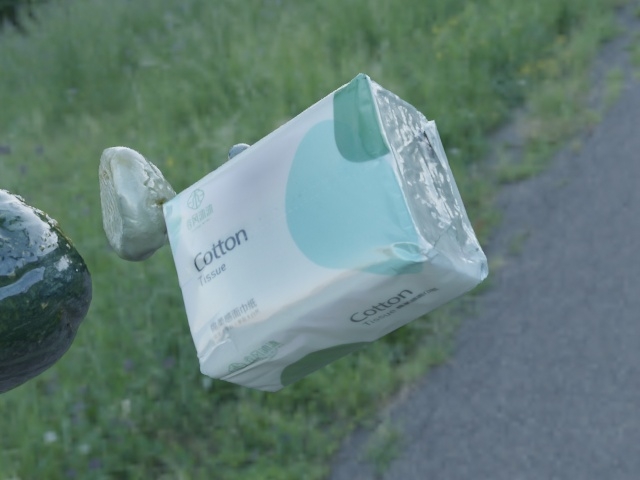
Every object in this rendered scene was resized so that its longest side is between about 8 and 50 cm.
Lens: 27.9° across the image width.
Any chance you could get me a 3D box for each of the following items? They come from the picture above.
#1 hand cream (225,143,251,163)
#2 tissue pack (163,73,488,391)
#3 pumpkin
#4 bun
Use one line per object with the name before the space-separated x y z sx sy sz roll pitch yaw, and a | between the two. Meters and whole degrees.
hand cream | -0.124 -0.073 1.897 0.084 0.203 0.084 7 58 -11
tissue pack | -0.001 0.000 1.619 0.356 0.266 0.194 -30 -30 26
pumpkin | -0.476 0.067 1.771 0.257 0.291 0.327 -24 -14 -48
bun | -0.269 -0.059 1.928 0.102 0.183 0.183 -11 17 -19
